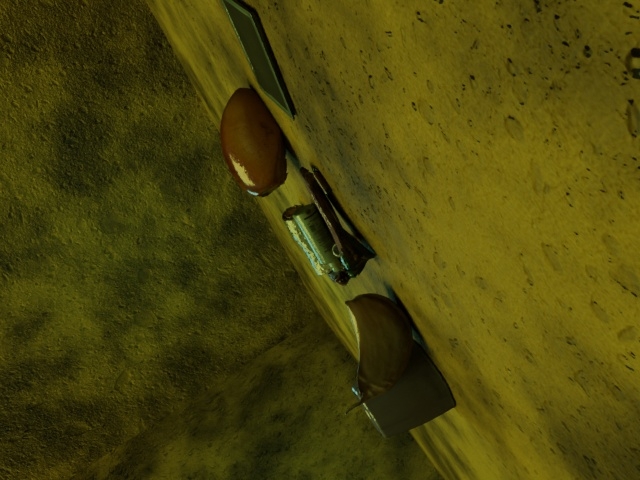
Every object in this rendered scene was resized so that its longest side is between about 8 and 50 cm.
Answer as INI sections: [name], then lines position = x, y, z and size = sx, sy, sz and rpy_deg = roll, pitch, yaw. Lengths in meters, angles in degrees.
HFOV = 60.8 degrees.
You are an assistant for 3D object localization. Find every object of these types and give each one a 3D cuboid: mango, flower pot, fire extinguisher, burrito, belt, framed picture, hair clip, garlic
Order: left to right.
[mango]
position = -0.209, -0.313, 1.727
size = 0.201, 0.199, 0.349
rpy_deg = -11, 99, 51
[framed picture]
position = -0.155, -0.462, 1.359
size = 0.231, 0.018, 0.293
rpy_deg = 50, 169, 43
[burrito]
position = -0.041, -0.009, 2.087
size = 0.299, 0.105, 0.143
rpy_deg = 56, 176, 0
[fire extinguisher]
position = 0.002, -0.167, 1.517
size = 0.028, 0.022, 0.083
rpy_deg = -39, 81, 44
[hair clip]
position = 0.037, -0.059, 1.539
size = 0.358, 0.110, 0.095
rpy_deg = 58, 139, 21
[belt]
position = 0.074, 0.130, 2.054
size = 0.053, 0.071, 0.232
rpy_deg = 52, 176, -5
[garlic]
position = 0.157, 0.318, 1.569
size = 0.151, 0.196, 0.338
rpy_deg = -174, 83, -76
[flower pot]
position = 0.241, 0.463, 1.681
size = 0.265, 0.243, 0.265
rpy_deg = 55, 169, 17

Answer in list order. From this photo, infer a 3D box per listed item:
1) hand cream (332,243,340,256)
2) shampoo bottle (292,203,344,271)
[hand cream]
position = 0.073, 0.025, 1.653
size = 0.067, 0.042, 0.194
rpy_deg = 52, -168, 8
[shampoo bottle]
position = 0.000, 0.000, 1.928
size = 0.262, 0.085, 0.085
rpy_deg = 60, 172, -16
